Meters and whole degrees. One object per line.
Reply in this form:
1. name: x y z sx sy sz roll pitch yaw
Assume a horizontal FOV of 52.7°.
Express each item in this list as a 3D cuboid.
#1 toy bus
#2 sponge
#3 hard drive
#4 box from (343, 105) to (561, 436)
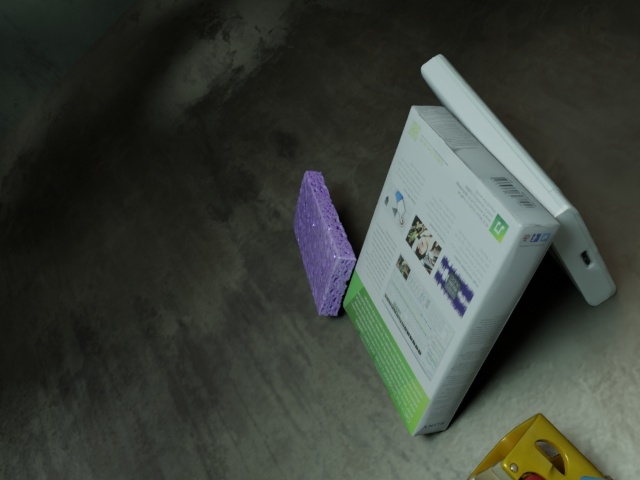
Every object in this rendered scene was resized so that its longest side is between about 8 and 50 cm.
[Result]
1. toy bus: 0.244 0.266 0.620 0.104 0.202 0.191 -35 29 -33
2. sponge: 0.000 0.000 0.979 0.210 0.031 0.117 -108 26 -47
3. hard drive: 0.238 -0.080 0.797 0.040 0.203 0.308 -35 46 13
4. box: 0.128 0.038 0.764 0.232 0.058 0.322 -118 36 -44
